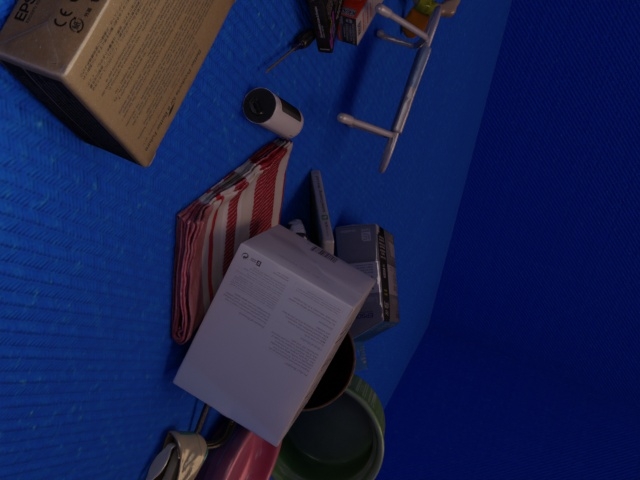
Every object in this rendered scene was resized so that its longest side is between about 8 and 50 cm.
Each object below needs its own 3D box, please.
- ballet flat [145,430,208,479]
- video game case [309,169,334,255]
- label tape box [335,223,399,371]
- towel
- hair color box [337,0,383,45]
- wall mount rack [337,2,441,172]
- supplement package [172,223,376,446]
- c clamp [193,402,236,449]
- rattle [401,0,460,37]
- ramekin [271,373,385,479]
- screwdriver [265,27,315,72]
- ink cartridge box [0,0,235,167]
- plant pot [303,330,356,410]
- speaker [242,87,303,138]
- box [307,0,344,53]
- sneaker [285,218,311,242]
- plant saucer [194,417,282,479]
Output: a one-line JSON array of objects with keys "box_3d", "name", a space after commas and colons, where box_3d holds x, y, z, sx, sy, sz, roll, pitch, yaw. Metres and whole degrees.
[{"box_3d": [-0.274, 0.435, 1.309, 0.086, 0.086, 0.248, 58, 53, -70], "name": "ballet flat"}, {"box_3d": [0.000, 0.000, 1.566, 0.212, 0.023, 0.193, 92, -9, -48], "name": "video game case"}, {"box_3d": [0.125, 0.146, 1.937, 0.249, 0.115, 0.347, 25, 59, -74], "name": "label tape box"}, {"box_3d": [-0.136, -0.009, 1.268, 0.329, 0.037, 0.237, -49, 155, -52], "name": "towel"}, {"box_3d": [0.076, -0.434, 1.426, 0.072, 0.043, 0.141, 82, 32, -60], "name": "hair color box"}, {"box_3d": [0.128, -0.312, 1.522, 0.304, 0.130, 0.350, -73, -179, -83], "name": "wall mount rack"}, {"box_3d": [-0.070, 0.145, 1.272, 0.262, 0.199, 0.198, -62, 172, 15], "name": "supplement package"}, {"box_3d": [-0.201, 0.320, 1.426, 0.137, 0.022, 0.160, -2, 118, -42], "name": "c clamp"}, {"box_3d": [0.246, -0.580, 1.762, 0.143, 0.130, 0.199, 87, -1, -77], "name": "rattle"}, {"box_3d": [0.011, 0.445, 1.843, 0.148, 0.303, 0.303, -41, 148, -73], "name": "ramekin"}, {"box_3d": [-0.050, -0.298, 1.227, 0.170, 0.025, 0.024, -47, 153, -45], "name": "screwdriver"}, {"box_3d": [-0.185, -0.219, 0.760, 0.193, 0.088, 0.234, 66, 46, -70], "name": "ink cartridge box"}, {"box_3d": [-0.050, 0.264, 1.626, 0.215, 0.215, 0.230, -63, 177, -22], "name": "plant pot"}, {"box_3d": [-0.072, -0.196, 1.214, 0.055, 0.055, 0.136, -70, 163, 3], "name": "speaker"}, {"box_3d": [0.008, -0.394, 1.242, 0.162, 0.029, 0.116, 70, 29, -64], "name": "box"}, {"box_3d": [-0.080, 0.062, 1.461, 0.094, 0.153, 0.235, 65, 6, -47], "name": "sneaker"}, {"box_3d": [-0.183, 0.486, 1.632, 0.332, 0.084, 0.332, 20, 90, -74], "name": "plant saucer"}]
